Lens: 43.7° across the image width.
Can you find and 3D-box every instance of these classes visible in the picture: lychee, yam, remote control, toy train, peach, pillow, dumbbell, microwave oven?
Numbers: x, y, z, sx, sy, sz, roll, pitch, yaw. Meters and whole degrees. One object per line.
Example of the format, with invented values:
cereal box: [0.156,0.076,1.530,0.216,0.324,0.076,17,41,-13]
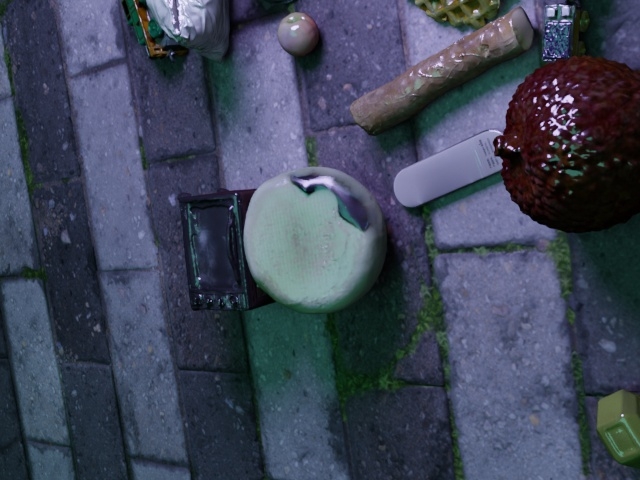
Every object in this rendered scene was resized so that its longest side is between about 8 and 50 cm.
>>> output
lychee: [0.379,-0.135,1.139,0.260,0.260,0.261,8,103,37]
yam: [0.202,-0.278,1.351,0.356,0.081,0.081,-24,83,40]
remote control: [0.229,-0.123,1.393,0.245,0.022,0.077,-24,86,38]
toy train: [0.370,-0.362,1.200,0.060,0.081,0.202,9,104,36]
peach: [-0.042,-0.391,1.520,0.083,0.083,0.083,8,103,37]
pillow: [-0.252,-0.491,1.543,0.138,0.310,0.284,-10,98,9]
dumbbell: [0.547,0.233,1.156,0.302,0.108,0.121,-39,74,36]
microwave oven: [-0.173,0.015,1.626,0.178,0.188,0.248,-2,98,39]
toy train: [-0.365,-0.486,1.749,0.136,0.091,0.228,-19,88,49]

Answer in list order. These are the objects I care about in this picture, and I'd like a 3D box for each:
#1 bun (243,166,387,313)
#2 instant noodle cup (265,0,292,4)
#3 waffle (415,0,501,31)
bun: [0.000,0.000,1.510,0.283,0.179,0.283,0,90,19]
instant noodle cup: [-0.112,-0.545,1.513,0.208,0.125,0.178,-10,92,39]
waffle: [0.222,-0.456,1.300,0.207,0.054,0.214,37,135,26]
